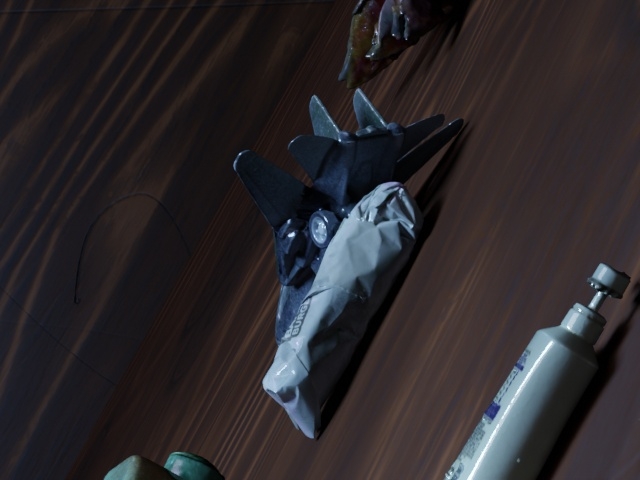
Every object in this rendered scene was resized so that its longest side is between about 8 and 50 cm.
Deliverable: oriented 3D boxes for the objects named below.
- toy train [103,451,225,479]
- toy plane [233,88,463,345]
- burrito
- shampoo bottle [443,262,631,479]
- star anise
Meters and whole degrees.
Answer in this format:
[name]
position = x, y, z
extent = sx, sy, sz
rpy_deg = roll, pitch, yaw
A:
[toy train]
position = -0.143, 0.286, 1.011
extent = 0.326, 0.129, 0.159
rpy_deg = -64, 12, -22
[toy plane]
position = 0.006, 0.008, 1.253
extent = 0.088, 0.212, 0.267
rpy_deg = 51, 139, 38
[burrito]
position = 0.017, 0.046, 1.142
extent = 0.203, 0.064, 0.064
rpy_deg = -62, 9, -15
[shampoo bottle]
position = 0.096, 0.072, 0.683
extent = 0.141, 0.034, 0.049
rpy_deg = -58, 1, 1
[star anise]
position = 0.112, -0.268, 1.585
extent = 0.288, 0.088, 0.288
rpy_deg = -45, 15, 15
